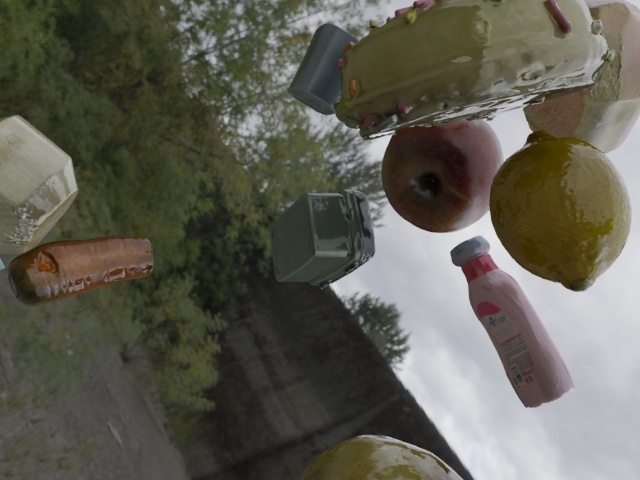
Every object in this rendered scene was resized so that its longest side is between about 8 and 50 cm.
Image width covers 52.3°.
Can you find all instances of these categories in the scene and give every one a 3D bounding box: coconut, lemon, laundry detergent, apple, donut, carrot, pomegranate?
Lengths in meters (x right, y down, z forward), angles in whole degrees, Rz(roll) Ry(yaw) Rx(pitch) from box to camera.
[{"bbox_3d":[-0.548,-0.097,1.104,0.241,0.241,0.241,59,-14,25],"label":"coconut"},{"bbox_3d":[0.338,-0.043,0.928,0.187,0.187,0.244,107,-30,-71],"label":"lemon"},{"bbox_3d":[0.445,-0.285,1.087,0.233,0.233,0.245,57,-13,30],"label":"coconut"},{"bbox_3d":[0.357,0.150,1.251,0.335,0.088,0.159,64,-21,17],"label":"laundry detergent"},{"bbox_3d":[0.342,-0.200,1.817,0.349,0.277,0.348,11,-65,24],"label":"apple"},{"bbox_3d":[0.213,-0.242,0.876,0.307,0.371,0.150,-9,-85,46],"label":"donut"},{"bbox_3d":[-0.342,0.035,0.939,0.087,0.193,0.087,31,-51,47],"label":"carrot"},{"bbox_3d":[0.076,0.452,0.950,0.332,0.333,0.332,59,-14,25],"label":"pomegranate"}]

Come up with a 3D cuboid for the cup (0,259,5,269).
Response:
[{"bbox_3d":[-0.461,-0.050,0.697,0.148,0.134,0.235,-57,127,-78],"label":"cup"}]

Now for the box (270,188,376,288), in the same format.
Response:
[{"bbox_3d":[0.000,0.000,1.192,0.210,0.129,0.148,-37,-123,59],"label":"box"}]

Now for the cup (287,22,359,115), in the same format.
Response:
[{"bbox_3d":[0.027,-0.286,1.123,0.128,0.129,0.095,28,-3,-20],"label":"cup"}]
